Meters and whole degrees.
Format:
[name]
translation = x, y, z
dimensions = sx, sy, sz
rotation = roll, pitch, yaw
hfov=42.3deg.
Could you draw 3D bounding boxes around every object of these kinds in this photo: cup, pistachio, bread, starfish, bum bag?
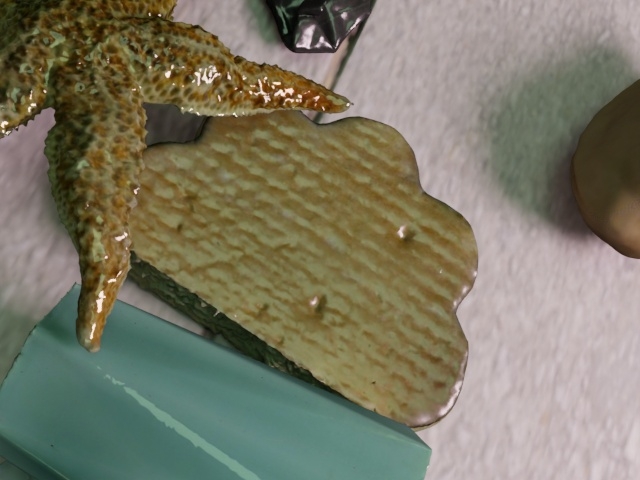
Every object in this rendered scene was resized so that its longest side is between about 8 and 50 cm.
[cup]
translation = -0.069, 0.124, 0.501
dimensions = 0.235, 0.148, 0.134
rotation = 29, 83, -1
[pistachio]
translation = 0.292, -0.075, 0.686
dimensions = 0.136, 0.136, 0.226
rotation = 44, 59, 0
[bread]
translation = 0.000, 0.000, 0.598
dimensions = 0.286, 0.056, 0.207
rotation = 38, 66, -1
[starfish]
translation = -0.138, -0.101, 0.528
dimensions = 0.347, 0.078, 0.358
rotation = -8, 54, -22
[bum bag]
translation = -0.024, -0.244, 0.678
dimensions = 0.087, 0.049, 0.198
rotation = -22, 80, -18

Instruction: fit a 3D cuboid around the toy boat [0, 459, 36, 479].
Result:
[toy boat]
translation = -0.113, 0.270, 0.470
dimensions = 0.210, 0.070, 0.292
rotation = 5, 65, -24
